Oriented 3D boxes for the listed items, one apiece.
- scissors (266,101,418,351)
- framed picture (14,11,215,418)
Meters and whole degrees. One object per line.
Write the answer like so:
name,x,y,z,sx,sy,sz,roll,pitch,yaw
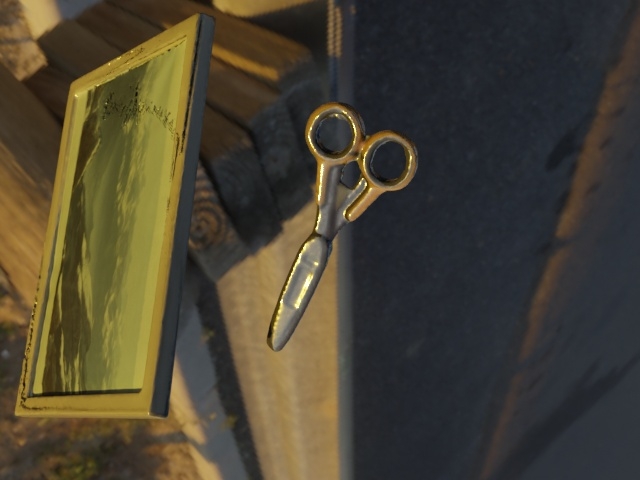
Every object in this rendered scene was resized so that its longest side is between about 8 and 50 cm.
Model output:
scissors,0.000,0.000,0.841,0.220,0.088,0.017,-66,173,28
framed picture,-0.184,-0.012,0.967,0.022,0.247,0.335,16,73,-37
